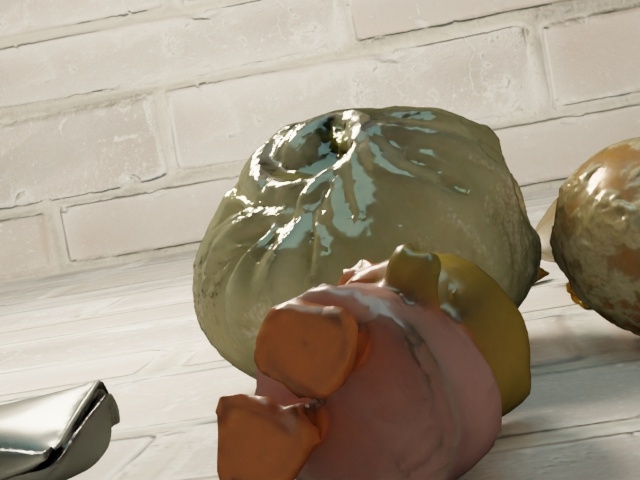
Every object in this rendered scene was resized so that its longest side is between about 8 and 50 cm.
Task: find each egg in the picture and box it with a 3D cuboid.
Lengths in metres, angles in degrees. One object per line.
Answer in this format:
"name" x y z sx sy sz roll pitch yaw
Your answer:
"egg" 0.325 -0.001 1.037 0.233 0.194 0.195 14 18 34

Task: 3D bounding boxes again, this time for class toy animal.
"toy animal" 0.060 0.085 0.792 0.169 0.195 0.281 32 22 13

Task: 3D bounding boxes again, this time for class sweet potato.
"sweet potato" 0.268 0.052 1.524 0.115 0.026 0.026 -13 5 -29

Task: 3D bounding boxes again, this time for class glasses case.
"glasses case" -0.314 0.183 0.871 0.308 0.083 0.128 -10 10 5

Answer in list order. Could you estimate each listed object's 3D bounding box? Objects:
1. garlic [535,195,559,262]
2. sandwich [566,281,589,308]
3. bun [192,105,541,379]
"garlic" 0.428 -0.022 1.425 0.325 0.132 0.279 2 -3 43
"sandwich" 0.336 0.050 1.321 0.093 0.035 0.105 -11 3 -2
"bun" 0.039 -0.013 1.120 0.360 0.211 0.359 -15 33 10
